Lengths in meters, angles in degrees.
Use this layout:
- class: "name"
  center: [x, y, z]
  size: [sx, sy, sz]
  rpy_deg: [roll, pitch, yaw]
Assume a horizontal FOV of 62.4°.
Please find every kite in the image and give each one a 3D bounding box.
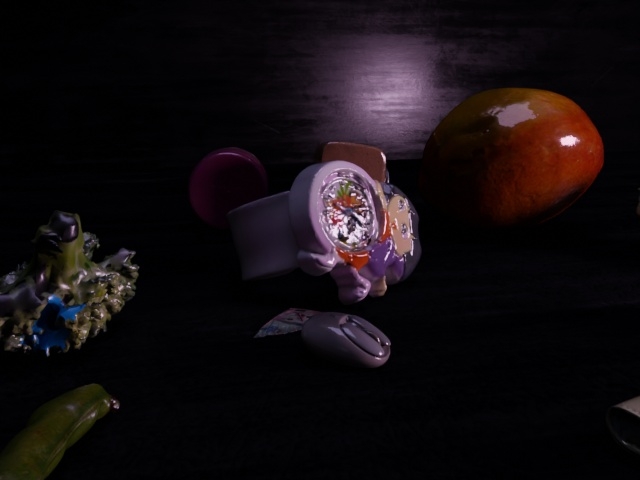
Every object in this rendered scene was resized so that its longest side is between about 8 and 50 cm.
- class: "kite"
  center: [-0.012, 0.104, 0.626]
  size: [0.137, 0.005, 0.152]
  rpy_deg: [-7, 16, -19]

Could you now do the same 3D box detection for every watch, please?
- class: "watch"
  center: [0.000, 0.000, 0.783]
  size: [0.244, 0.196, 0.231]
  rpy_deg: [-14, -3, -43]

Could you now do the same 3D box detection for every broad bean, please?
- class: "broad bean"
  center: [-0.194, 0.158, 0.340]
  size: [0.053, 0.052, 0.256]
  rpy_deg: [39, 7, -9]

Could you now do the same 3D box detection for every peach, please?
- class: "peach"
  center: [0.385, -0.169, 1.104]
  size: [0.372, 0.290, 0.372]
  rpy_deg: [-5, 14, 1]

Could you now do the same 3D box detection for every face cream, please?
- class: "face cream"
  center: [-0.208, -0.126, 1.220]
  size: [0.175, 0.175, 0.195]
  rpy_deg: [-3, 15, -6]

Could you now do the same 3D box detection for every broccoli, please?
- class: "broccoli"
  center: [-0.291, 0.044, 0.586]
  size: [0.167, 0.160, 0.154]
  rpy_deg: [5, 39, -18]

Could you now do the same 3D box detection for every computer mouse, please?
- class: "computer mouse"
  center: [0.027, 0.099, 0.554]
  size: [0.096, 0.039, 0.066]
  rpy_deg: [11, 17, 22]

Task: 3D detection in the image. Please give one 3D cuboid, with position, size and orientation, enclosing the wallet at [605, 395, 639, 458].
- class: "wallet"
  center: [0.309, 0.139, 0.389]
  size: [0.155, 0.039, 0.110]
  rpy_deg: [-8, 12, -25]

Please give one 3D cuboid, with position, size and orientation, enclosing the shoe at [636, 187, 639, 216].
- class: "shoe"
  center: [0.647, -0.032, 0.878]
  size: [0.140, 0.128, 0.262]
  rpy_deg: [-13, 45, -12]

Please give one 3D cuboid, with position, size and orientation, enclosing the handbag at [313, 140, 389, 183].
- class: "handbag"
  center: [0.057, -0.094, 1.040]
  size: [0.151, 0.193, 0.072]
  rpy_deg: [3, 8, -14]
